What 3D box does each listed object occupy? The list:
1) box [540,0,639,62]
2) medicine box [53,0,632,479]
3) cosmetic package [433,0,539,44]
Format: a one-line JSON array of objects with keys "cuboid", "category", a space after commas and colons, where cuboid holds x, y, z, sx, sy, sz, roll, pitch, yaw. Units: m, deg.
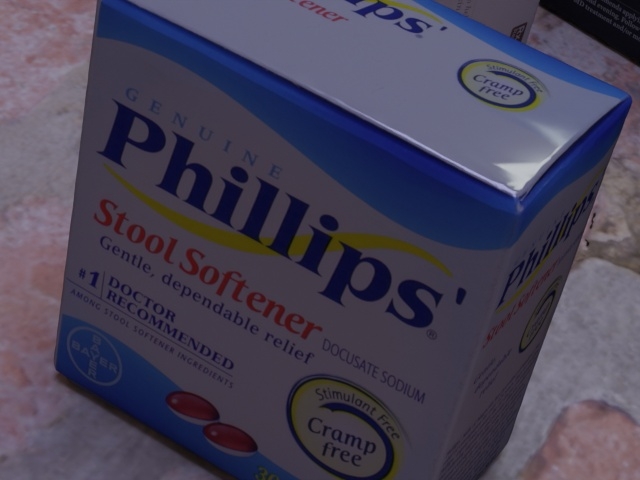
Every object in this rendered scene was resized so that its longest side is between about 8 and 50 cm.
[{"cuboid": [0.394, -0.280, 1.399, 0.343, 0.312, 0.179, 37, 45, 26], "category": "box"}, {"cuboid": [0.000, 0.000, 0.976, 0.263, 0.289, 0.149, 28, 42, 18], "category": "medicine box"}, {"cuboid": [0.018, -0.316, 1.419, 0.156, 0.217, 0.385, -24, 50, -37], "category": "cosmetic package"}]
